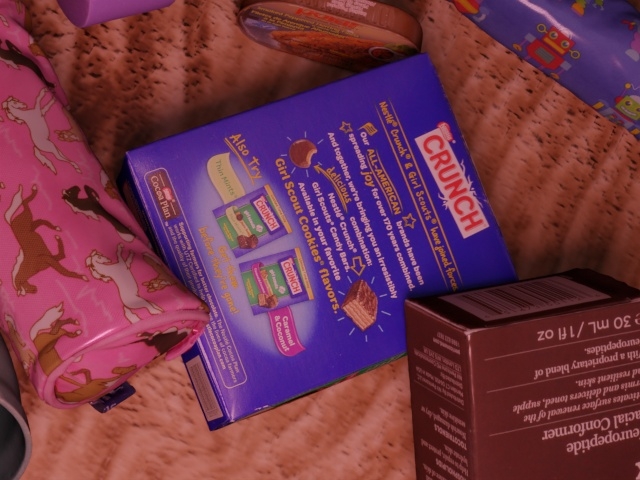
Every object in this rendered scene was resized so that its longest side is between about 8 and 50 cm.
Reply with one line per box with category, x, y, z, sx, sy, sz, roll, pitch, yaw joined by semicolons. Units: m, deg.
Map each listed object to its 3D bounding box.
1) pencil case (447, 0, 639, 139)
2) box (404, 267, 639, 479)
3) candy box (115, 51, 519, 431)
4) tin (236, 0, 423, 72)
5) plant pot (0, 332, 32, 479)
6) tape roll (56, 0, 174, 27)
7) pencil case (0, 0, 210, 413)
pencil case;0.258;-0.235;1.427;0.306;0.119;0.133;35;52;-6
box;0.196;0.233;1.247;0.191;0.143;0.382;-10;104;-19
candy box;0.000;0.000;1.308;0.317;0.122;0.268;-20;85;-16
tin;0.011;-0.213;1.359;0.189;0.106;0.040;14;76;-13
plant pot;-0.393;0.099;1.118;0.293;0.293;0.196;-3;54;-16
tape roll;-0.212;-0.337;1.233;0.090;0.275;0.275;-17;84;-17
pencil case;-0.250;-0.045;1.178;0.160;0.167;0.386;-31;72;-10
